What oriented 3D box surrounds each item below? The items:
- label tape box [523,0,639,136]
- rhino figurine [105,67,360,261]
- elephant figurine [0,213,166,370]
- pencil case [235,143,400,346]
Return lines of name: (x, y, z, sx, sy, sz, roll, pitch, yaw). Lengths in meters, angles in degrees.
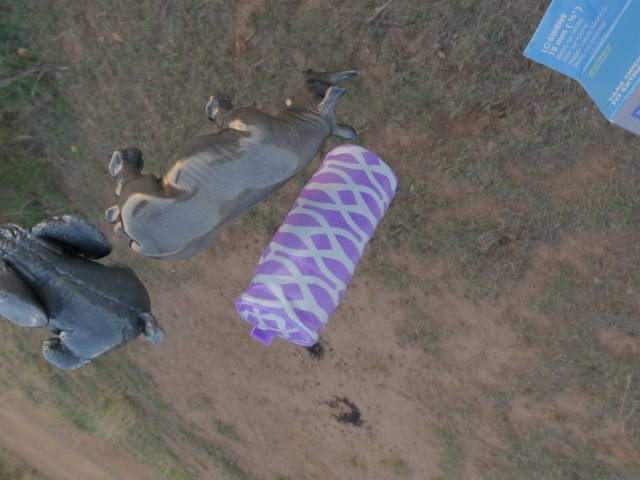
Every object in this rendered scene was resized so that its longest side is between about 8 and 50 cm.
label tape box: (0.349, -0.176, 0.319, 0.334, 0.106, 0.240, 35, 133, 19)
rhino figurine: (-0.060, -0.071, 0.352, 0.106, 0.243, 0.073, 42, 164, 40)
elephant figurine: (-0.338, 0.044, 0.533, 0.186, 0.169, 0.239, -30, 129, 2)
pencil case: (0.000, 0.000, 0.420, 0.086, 0.206, 0.088, 38, 153, -13)
